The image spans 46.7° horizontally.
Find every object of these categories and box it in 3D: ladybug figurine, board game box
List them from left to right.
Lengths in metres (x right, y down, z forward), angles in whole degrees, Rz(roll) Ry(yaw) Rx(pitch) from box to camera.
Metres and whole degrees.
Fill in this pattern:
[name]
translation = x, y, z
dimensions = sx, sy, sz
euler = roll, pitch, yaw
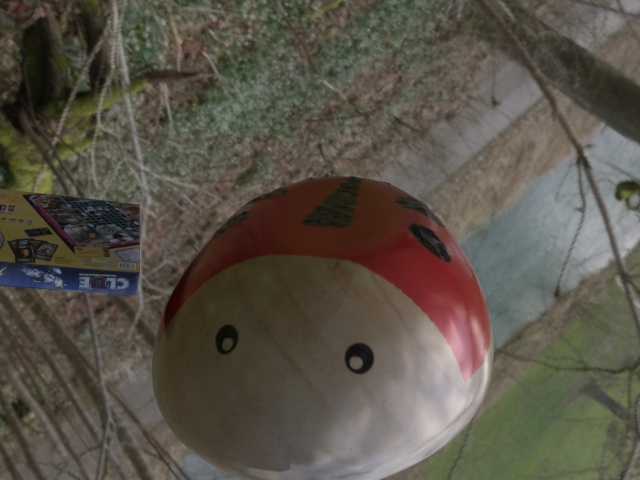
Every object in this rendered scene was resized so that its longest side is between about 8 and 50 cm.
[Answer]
[board game box]
translation = -0.370, -0.002, 1.005
dimensions = 0.243, 0.165, 0.042
euler = 6, 125, -18
[ladybug figurine]
translation = 0.009, 0.045, 0.691
dimensions = 0.449, 0.305, 0.161
euler = -69, 162, -71
